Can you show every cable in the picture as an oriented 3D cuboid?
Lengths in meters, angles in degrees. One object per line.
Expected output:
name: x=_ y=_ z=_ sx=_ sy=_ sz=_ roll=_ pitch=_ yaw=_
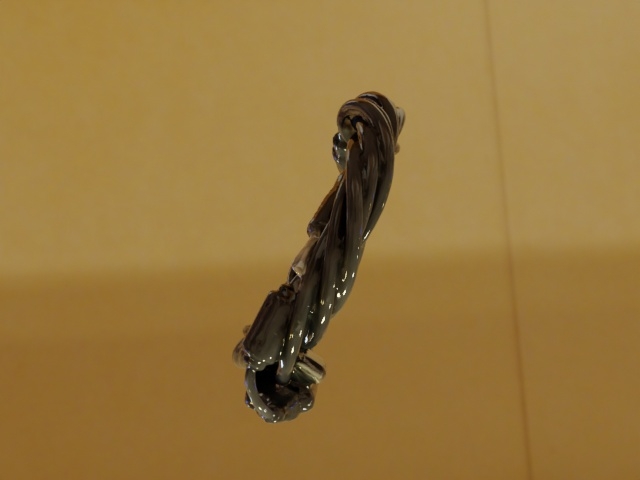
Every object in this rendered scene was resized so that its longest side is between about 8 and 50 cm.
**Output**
cable: x=0.000 y=0.000 z=0.736 sx=0.047 sy=0.150 sz=0.184 roll=19 pitch=-169 yaw=2
